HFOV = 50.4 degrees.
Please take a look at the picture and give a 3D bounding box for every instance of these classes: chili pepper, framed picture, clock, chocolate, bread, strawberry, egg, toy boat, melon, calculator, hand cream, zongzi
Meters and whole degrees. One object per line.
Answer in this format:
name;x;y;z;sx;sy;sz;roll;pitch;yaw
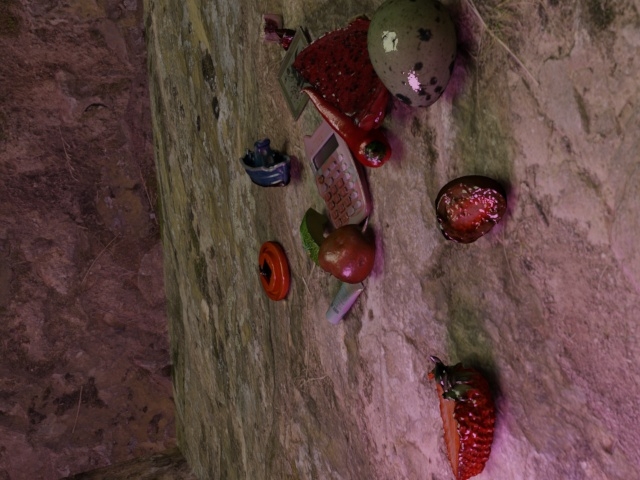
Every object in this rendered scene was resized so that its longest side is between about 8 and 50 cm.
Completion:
chili pepper;0.075;-0.262;1.642;0.092;0.137;0.368;-61;40;17
framed picture;-0.065;-0.479;1.974;0.173;0.010;0.231;66;150;18
clock;-0.163;0.104;2.300;0.205;0.051;0.206;28;122;57
chocolate;0.291;-0.065;1.302;0.124;0.133;0.128;49;-147;-51
bread;-0.146;-0.636;2.039;0.035;0.070;0.083;29;117;56
strawberry;0.304;0.363;1.416;0.188;0.106;0.286;-107;4;-69
egg;0.185;-0.377;1.354;0.177;0.176;0.228;20;127;60
toy boat;-0.175;-0.254;2.133;0.309;0.129;0.143;28;135;59
melon;0.000;0.000;1.896;0.064;0.117;0.210;-54;37;36
calculator;0.049;-0.173;1.820;0.220;0.048;0.330;-41;63;57
hand cream;0.068;0.160;1.882;0.076;0.047;0.174;61;138;36
zongzi;-0.106;-0.596;1.968;0.083;0.073;0.067;0;83;62

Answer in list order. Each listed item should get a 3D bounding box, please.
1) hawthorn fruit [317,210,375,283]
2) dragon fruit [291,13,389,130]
hawthorn fruit;0.087;0.027;1.731;0.189;0.149;0.149;-34;58;14
dragon fruit;0.106;-0.385;1.559;0.205;0.152;0.317;-52;48;16
